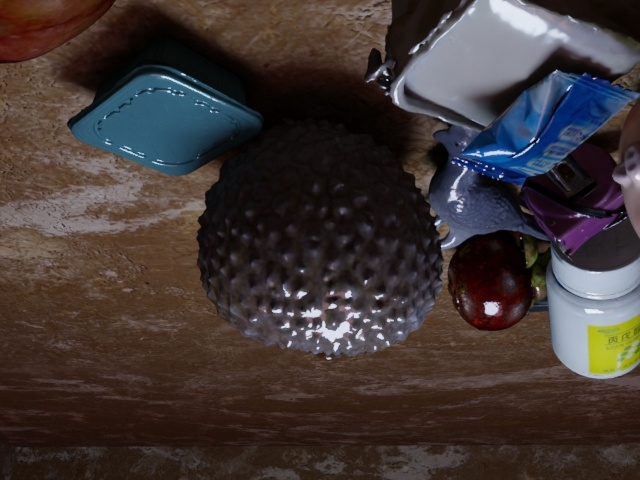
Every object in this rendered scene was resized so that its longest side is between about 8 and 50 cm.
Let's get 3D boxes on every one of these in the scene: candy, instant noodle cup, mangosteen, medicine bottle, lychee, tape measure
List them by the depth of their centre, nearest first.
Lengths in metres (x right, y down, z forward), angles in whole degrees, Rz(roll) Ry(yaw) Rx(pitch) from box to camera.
[{"bbox_3d":[0.184,-0.091,0.624,0.088,0.038,0.136,16,143,-28],"label":"candy"},{"bbox_3d":[0.159,-0.183,0.636,0.195,0.137,0.185,13,153,-20],"label":"candy"},{"bbox_3d":[-0.166,-0.146,0.817,0.157,0.070,0.179,23,147,-40],"label":"instant noodle cup"},{"bbox_3d":[0.004,0.002,0.884,0.299,0.300,0.300,1,155,1],"label":"lychee"},{"bbox_3d":[0.312,-0.055,0.911,0.118,0.125,0.074,-39,142,7],"label":"tape measure"},{"bbox_3d":[0.390,0.073,1.054,0.143,0.144,0.258,-6,138,16],"label":"medicine bottle"},{"bbox_3d":[0.286,0.065,1.147,0.181,0.146,0.156,1,150,7],"label":"mangosteen"}]

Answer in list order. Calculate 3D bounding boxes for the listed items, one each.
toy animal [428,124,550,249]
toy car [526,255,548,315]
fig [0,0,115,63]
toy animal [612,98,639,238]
[{"bbox_3d":[0.195,-0.037,0.997,0.205,0.081,0.367,-31,142,20],"label":"toy animal"},{"bbox_3d":[0.378,0.079,1.272,0.071,0.063,0.165,-2,155,10],"label":"toy car"},{"bbox_3d":[-0.194,-0.235,0.541,0.249,0.186,0.204,-21,155,-36],"label":"fig"},{"bbox_3d":[0.464,-0.050,0.805,0.326,0.237,0.269,10,159,-12],"label":"toy animal"}]
